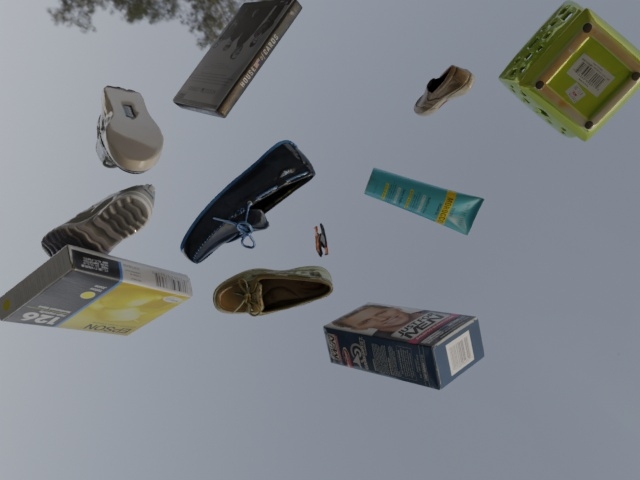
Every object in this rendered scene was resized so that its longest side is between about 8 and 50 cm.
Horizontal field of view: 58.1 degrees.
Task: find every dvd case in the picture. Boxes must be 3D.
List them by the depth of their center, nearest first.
[{"bbox_3d":[-0.153,-0.328,1.027,0.179,0.029,0.238,25,-101,50],"label":"dvd case"}]

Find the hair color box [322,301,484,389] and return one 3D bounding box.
[{"bbox_3d":[0.186,0.237,1.361,0.347,0.174,0.105,0,-73,49],"label":"hair color box"}]

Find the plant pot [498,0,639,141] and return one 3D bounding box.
[{"bbox_3d":[0.551,-0.358,1.239,0.228,0.207,0.227,38,-68,-6],"label":"plant pot"}]

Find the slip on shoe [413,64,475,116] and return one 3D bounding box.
[{"bbox_3d":[0.180,-0.232,0.890,0.135,0.041,0.051,-8,-122,67],"label":"slip on shoe"}]

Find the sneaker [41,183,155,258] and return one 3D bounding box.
[{"bbox_3d":[-0.447,-0.028,1.192,0.281,0.115,0.105,-22,-65,18],"label":"sneaker"}]

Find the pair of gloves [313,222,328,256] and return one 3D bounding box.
[{"bbox_3d":[0.000,0.000,1.334,0.010,0.083,0.074,-8,-94,-16],"label":"pair of gloves"}]

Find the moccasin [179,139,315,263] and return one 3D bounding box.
[{"bbox_3d":[-0.151,-0.070,1.236,0.117,0.138,0.342,44,-93,8],"label":"moccasin"}]

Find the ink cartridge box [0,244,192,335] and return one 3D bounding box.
[{"bbox_3d":[-0.487,0.136,1.213,0.307,0.304,0.072,-33,-119,22],"label":"ink cartridge box"}]

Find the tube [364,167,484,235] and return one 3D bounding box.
[{"bbox_3d":[0.185,-0.076,1.052,0.207,0.052,0.080,19,-51,4],"label":"tube"}]

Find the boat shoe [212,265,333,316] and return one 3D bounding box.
[{"bbox_3d":[-0.112,0.116,1.342,0.285,0.089,0.104,-12,-80,-2],"label":"boat shoe"}]

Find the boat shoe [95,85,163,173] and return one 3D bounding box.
[{"bbox_3d":[-0.441,-0.209,1.308,0.158,0.127,0.340,-67,-149,32],"label":"boat shoe"}]
